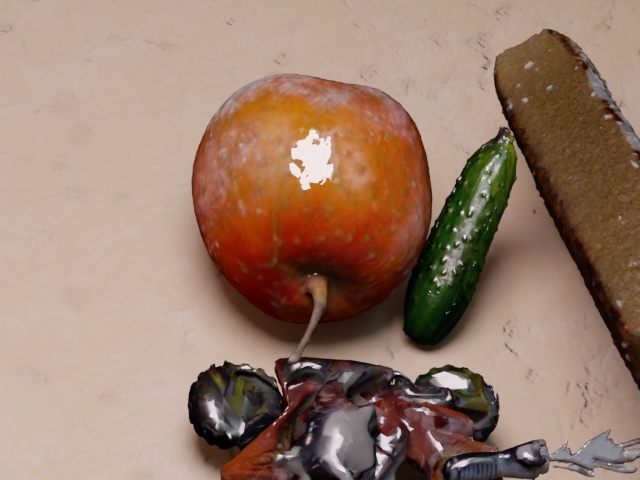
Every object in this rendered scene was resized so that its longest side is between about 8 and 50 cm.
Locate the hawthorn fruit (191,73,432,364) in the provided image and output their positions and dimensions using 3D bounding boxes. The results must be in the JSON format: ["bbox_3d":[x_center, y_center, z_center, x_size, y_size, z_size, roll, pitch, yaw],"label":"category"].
[{"bbox_3d":[-0.004,-0.028,1.616,0.235,0.231,0.263,-5,91,-35],"label":"hawthorn fruit"}]

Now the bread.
[{"bbox_3d":[0.277,-0.020,1.575,0.113,0.165,0.416,-24,43,4],"label":"bread"}]

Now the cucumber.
[{"bbox_3d":[0.138,-0.003,1.633,0.069,0.227,0.069,23,8,-3],"label":"cucumber"}]

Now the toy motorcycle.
[{"bbox_3d":[0.084,0.197,1.498,0.401,0.134,0.207,1,52,-7],"label":"toy motorcycle"}]
